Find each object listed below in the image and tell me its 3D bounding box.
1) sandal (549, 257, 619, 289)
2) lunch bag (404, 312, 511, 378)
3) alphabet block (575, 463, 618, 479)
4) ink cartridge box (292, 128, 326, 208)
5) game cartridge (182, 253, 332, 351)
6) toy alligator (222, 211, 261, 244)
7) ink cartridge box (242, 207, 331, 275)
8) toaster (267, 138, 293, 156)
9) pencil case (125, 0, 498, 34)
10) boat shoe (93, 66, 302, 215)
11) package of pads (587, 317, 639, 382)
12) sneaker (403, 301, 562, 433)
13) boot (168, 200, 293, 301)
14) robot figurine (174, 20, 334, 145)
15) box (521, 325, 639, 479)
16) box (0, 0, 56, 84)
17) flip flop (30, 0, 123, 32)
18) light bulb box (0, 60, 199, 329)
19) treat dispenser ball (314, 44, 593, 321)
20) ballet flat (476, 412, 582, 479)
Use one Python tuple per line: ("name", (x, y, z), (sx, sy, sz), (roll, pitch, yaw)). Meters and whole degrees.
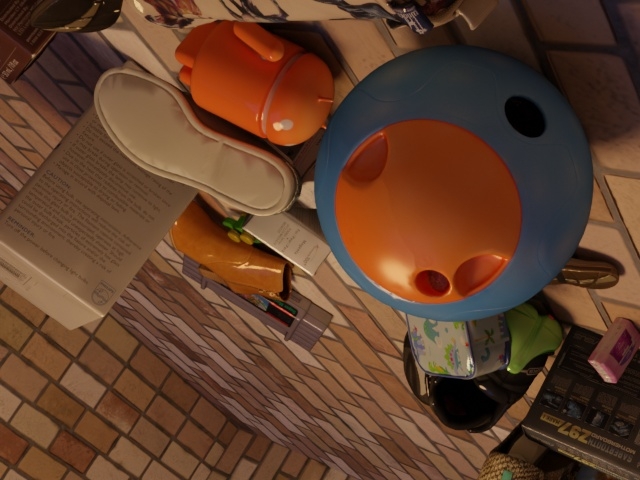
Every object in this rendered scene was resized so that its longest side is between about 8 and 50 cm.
("sandal", (0.313, 0.028, 1.384), (0.180, 0.049, 0.072), (6, 156, 24))
("lunch bag", (0.188, 0.087, 1.495), (0.176, 0.090, 0.219), (-8, 94, 62))
("alphabet block", (0.553, 0.383, 1.642), (0.192, 0.193, 0.197), (15, 154, 44))
("ink cartridge box", (0.014, -0.102, 1.431), (0.060, 0.104, 0.180), (43, 157, -28))
("game cartridge", (-0.149, 0.120, 2.284), (0.355, 0.068, 0.230), (32, 165, 2))
("toy alligator", (-0.113, -0.015, 1.902), (0.190, 0.056, 0.051), (9, 150, 48))
("ink cartridge box", (0.000, 0.000, 1.587), (0.239, 0.060, 0.275), (36, -170, -7))
("toaster", (-0.141, -0.153, 1.534), (0.186, 0.110, 0.168), (36, 159, -10))
("pencil case", (-0.032, -0.280, 0.992), (0.410, 0.160, 0.183), (12, 137, 44))
("boat shoe", (-0.163, -0.133, 1.388), (0.319, 0.116, 0.099), (30, -165, 13))
("package of pads", (0.421, 0.157, 1.463), (0.050, 0.083, 0.032), (48, 161, -29))
("sneaker", (0.227, 0.218, 1.727), (0.185, 0.202, 0.483), (33, 160, 0))
("boot", (-0.166, 0.019, 2.026), (0.211, 0.104, 0.295), (13, 154, 21))
("robot figurine", (-0.076, -0.201, 1.296), (0.219, 0.128, 0.158), (28, 117, 14))
("box", (0.441, 0.250, 1.509), (0.233, 0.183, 0.059), (20, 157, 30))
("box", (-0.549, -0.414, 1.492), (0.381, 0.143, 0.191), (40, 159, -17))
("flip flop", (-0.312, -0.357, 1.353), (0.112, 0.080, 0.277), (-1, 159, -26))
("light bulb box", (-0.376, -0.062, 1.734), (0.225, 0.361, 0.358), (39, 160, -13))
("treat dispenser ball", (0.137, -0.058, 1.072), (0.288, 0.288, 0.288), (28, 160, 11))
("ballet flat", (0.390, 0.334, 1.713), (0.164, 0.182, 0.483), (18, -163, 26))
